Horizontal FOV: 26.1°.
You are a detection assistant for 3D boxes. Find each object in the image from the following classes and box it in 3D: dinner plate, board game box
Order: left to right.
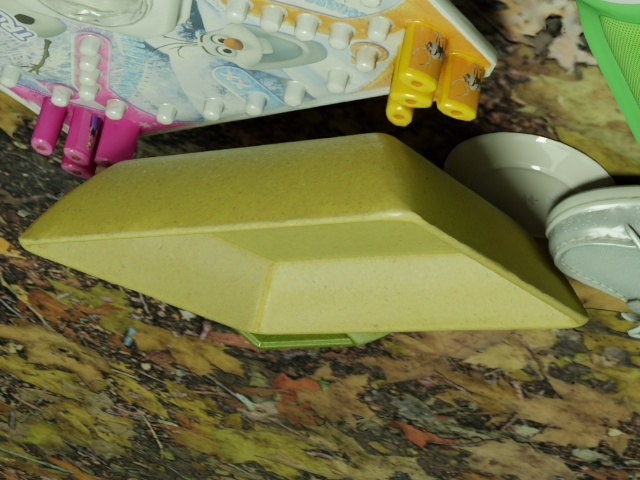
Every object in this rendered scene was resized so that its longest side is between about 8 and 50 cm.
[{"bbox_3d":[-0.148,-0.158,0.874,0.390,0.050,0.390,-6,153,36],"label":"board game box"},{"bbox_3d":[0.164,-0.036,1.088,0.141,0.017,0.141,14,151,8],"label":"dinner plate"}]

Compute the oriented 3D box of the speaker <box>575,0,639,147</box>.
[{"bbox_3d":[0.238,-0.106,0.810,0.131,0.131,0.296,-2,145,34],"label":"speaker"}]

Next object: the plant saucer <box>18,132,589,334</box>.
[{"bbox_3d":[0.000,0.000,1.065,0.333,0.081,0.333,-4,163,30],"label":"plant saucer"}]

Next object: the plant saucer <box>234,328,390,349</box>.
[{"bbox_3d":[-0.042,0.052,1.335,0.188,0.045,0.188,-6,142,38],"label":"plant saucer"}]

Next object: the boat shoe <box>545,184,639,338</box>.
[{"bbox_3d":[0.321,0.049,1.046,0.320,0.103,0.118,21,151,-4],"label":"boat shoe"}]
